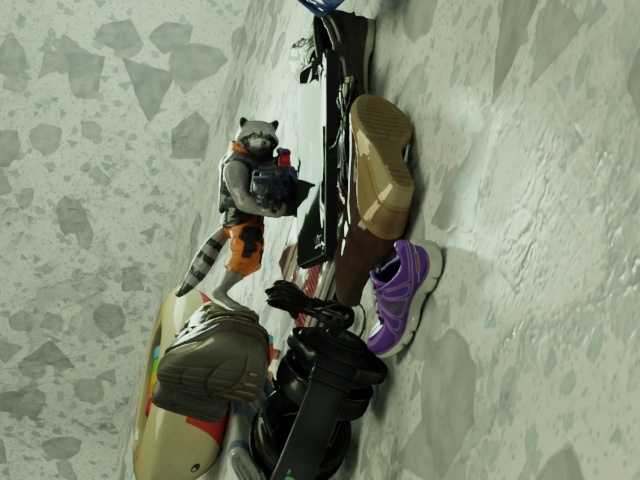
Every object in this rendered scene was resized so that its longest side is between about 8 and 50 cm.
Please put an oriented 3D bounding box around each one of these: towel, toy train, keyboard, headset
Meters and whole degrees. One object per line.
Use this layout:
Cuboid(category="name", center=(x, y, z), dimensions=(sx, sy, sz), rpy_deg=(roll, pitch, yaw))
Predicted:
Cuboid(category="towel", center=(0.000, 0.000, 2.014), dimensions=(0.329, 0.037, 0.237), rpy_deg=(-109, 35, -66))
Cuboid(category="toy train", center=(-0.099, 0.251, 2.170), dimensions=(0.125, 0.046, 0.166), rpy_deg=(-115, 43, -71))
Cuboid(category="keyboard", center=(0.012, -0.127, 1.866), dimensions=(0.201, 0.033, 0.317), rpy_deg=(155, 117, -65))
Cuboid(category="headset", center=(-0.032, 0.195, 1.617), dimensions=(0.394, 0.185, 0.243), rpy_deg=(-66, -1, -54))
Cuboid(category="towel", center=(-0.082, 0.288, 1.817), dimensions=(0.285, 0.034, 0.209), rpy_deg=(-97, -17, -60))

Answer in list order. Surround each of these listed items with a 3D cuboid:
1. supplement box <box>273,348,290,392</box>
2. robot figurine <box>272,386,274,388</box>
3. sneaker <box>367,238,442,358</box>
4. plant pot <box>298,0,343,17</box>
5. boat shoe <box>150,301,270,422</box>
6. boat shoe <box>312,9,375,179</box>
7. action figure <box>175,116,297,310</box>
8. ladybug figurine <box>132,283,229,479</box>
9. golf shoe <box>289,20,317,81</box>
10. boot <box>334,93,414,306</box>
Cuboid(category="supplement box", center=(-0.030, 0.219, 1.874), dimensions=(0.083, 0.056, 0.083), rpy_deg=(-99, 25, -58))
Cuboid(category="robot figurine", center=(-0.083, 0.276, 2.019), dimensions=(0.115, 0.067, 0.101), rpy_deg=(119, 147, -51))
Cuboid(category="sneaker", center=(0.085, 0.063, 1.509), dimensions=(0.068, 0.071, 0.169), rpy_deg=(-97, 23, -56))
Cuboid(category="plant pot", center=(-0.004, -0.492, 1.957), dimensions=(0.236, 0.236, 0.212), rpy_deg=(-50, 5, -5))
Cuboid(category="boat shoe", center=(-0.143, 0.141, 1.659), dimensions=(0.355, 0.132, 0.130), rpy_deg=(139, 148, -64))
Cuboid(category="boat shoe", center=(0.025, -0.230, 1.997), dimensions=(0.112, 0.096, 0.335), rpy_deg=(119, 160, -50))
Cuboid(category="action figure", center=(-0.135, -0.050, 2.143), dimensions=(0.341, 0.179, 0.330), rpy_deg=(35, -114, -80))
Cuboid(category="ladybug figurine", center=(-0.270, 0.296, 2.581), dimensions=(0.305, 0.162, 0.449), rpy_deg=(125, 154, -59))
Cuboid(category="golf shoe", center=(-0.012, -0.323, 2.294), dimensions=(0.198, 0.077, 0.093), rpy_deg=(124, 155, -60))
Cuboid(category="boot", center=(0.053, -0.059, 1.718), dimensions=(0.248, 0.090, 0.206), rpy_deg=(-98, 27, -49))
